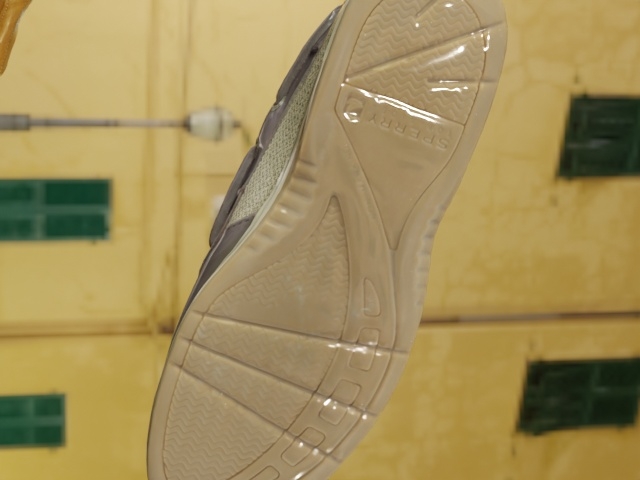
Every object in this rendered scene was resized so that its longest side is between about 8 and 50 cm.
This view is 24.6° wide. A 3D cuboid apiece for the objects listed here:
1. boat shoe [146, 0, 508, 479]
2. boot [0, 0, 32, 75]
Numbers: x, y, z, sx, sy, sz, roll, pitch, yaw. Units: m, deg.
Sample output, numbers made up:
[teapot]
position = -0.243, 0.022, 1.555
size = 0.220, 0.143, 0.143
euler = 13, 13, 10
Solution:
[boat shoe]
position = 0.000, 0.000, 0.692
size = 0.092, 0.102, 0.285
euler = -121, -128, -78
[boot]
position = -0.292, -0.291, 1.167
size = 0.211, 0.104, 0.295
euler = -57, -133, 45
